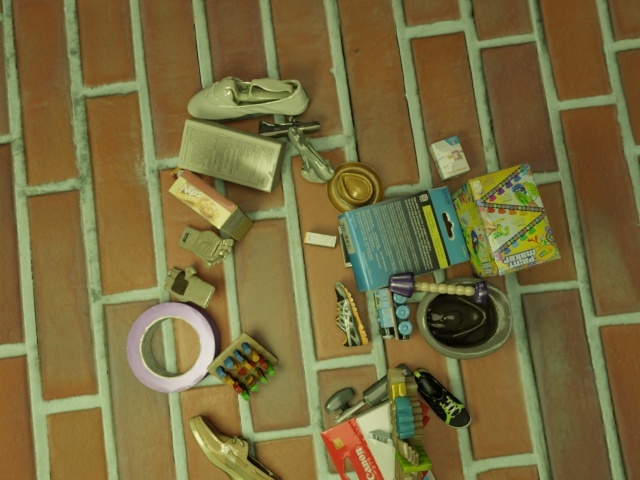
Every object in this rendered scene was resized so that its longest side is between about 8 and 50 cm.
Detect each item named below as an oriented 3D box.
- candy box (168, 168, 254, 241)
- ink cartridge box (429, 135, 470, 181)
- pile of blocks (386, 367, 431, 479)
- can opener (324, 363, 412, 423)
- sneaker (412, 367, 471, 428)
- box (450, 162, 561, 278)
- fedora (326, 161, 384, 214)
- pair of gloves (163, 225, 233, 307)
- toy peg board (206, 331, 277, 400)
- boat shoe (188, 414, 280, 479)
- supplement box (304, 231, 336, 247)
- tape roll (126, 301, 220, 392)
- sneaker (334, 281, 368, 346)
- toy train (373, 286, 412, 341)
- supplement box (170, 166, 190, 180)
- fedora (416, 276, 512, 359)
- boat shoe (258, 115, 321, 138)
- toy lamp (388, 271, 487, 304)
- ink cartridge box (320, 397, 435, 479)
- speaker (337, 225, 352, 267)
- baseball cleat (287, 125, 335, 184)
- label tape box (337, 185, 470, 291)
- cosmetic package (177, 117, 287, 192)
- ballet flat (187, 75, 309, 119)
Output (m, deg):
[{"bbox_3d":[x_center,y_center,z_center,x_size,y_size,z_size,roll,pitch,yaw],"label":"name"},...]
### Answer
[{"bbox_3d":[-0.316,-0.096,1.678,0.183,0.316,0.087,36,86,6],"label":"candy box"},{"bbox_3d":[0.414,-0.261,1.799,0.089,0.052,0.122,-20,85,0],"label":"ink cartridge box"},{"bbox_3d":[0.271,0.549,1.614,0.113,0.149,0.361,-4,84,-9],"label":"pile of blocks"},{"bbox_3d":[0.143,0.458,1.725,0.283,0.076,0.095,-36,85,-3],"label":"can opener"},{"bbox_3d":[0.362,0.487,1.702,0.235,0.097,0.084,43,88,6],"label":"sneaker"},{"bbox_3d":[0.526,-0.044,1.654,0.177,0.290,0.279,-16,85,0],"label":"box"},{"bbox_3d":[0.111,-0.167,1.788,0.195,0.079,0.194,0,84,3],"label":"fedora"},{"bbox_3d":[-0.387,0.083,1.769,0.204,0.042,0.240,12,78,31],"label":"pair of gloves"},{"bbox_3d":[-0.227,0.393,1.704,0.161,0.079,0.160,-44,121,-3],"label":"toy peg board"},{"bbox_3d":[-0.261,0.646,1.707,0.110,0.122,0.341,-42,94,-7],"label":"boat shoe"},{"bbox_3d":[0.000,0.000,1.784,0.099,0.062,0.036,9,83,2],"label":"supplement box"},{"bbox_3d":[-0.456,0.330,1.755,0.275,0.090,0.274,0,84,1],"label":"tape roll"},{"bbox_3d":[0.080,0.233,1.749,0.083,0.084,0.214,-20,85,5],"label":"sneaker"},{"bbox_3d":[0.226,0.225,1.748,0.105,0.080,0.184,-9,86,10],"label":"toy train"},{"bbox_3d":[-0.440,-0.202,1.830,0.083,0.043,0.055,45,87,5],"label":"supplement box"},{"bbox_3d":[0.429,0.236,1.712,0.276,0.124,0.243,-9,84,2],"label":"fedora"},{"bbox_3d":[-0.103,-0.374,1.820,0.206,0.075,0.064,-8,87,6],"label":"boat shoe"},{"bbox_3d":[0.336,0.138,1.626,0.275,0.080,0.080,8,85,1],"label":"toy lamp"},{"bbox_3d":[0.176,0.670,1.708,0.261,0.066,0.296,-26,84,-2],"label":"ink cartridge box"},{"bbox_3d":[0.093,0.016,1.783,0.055,0.055,0.136,-9,84,1],"label":"speaker"},{"bbox_3d":[-0.048,-0.260,1.782,0.206,0.072,0.109,48,129,-4],"label":"baseball cleat"},{"bbox_3d":[0.255,-0.006,1.736,0.348,0.115,0.249,-15,87,-16],"label":"label tape box"},{"bbox_3d":[-0.277,-0.273,1.776,0.310,0.113,0.160,16,106,3],"label":"cosmetic package"},{"bbox_3d":[-0.238,-0.471,1.802,0.401,0.139,0.139,-1,84,2],"label":"ballet flat"}]
